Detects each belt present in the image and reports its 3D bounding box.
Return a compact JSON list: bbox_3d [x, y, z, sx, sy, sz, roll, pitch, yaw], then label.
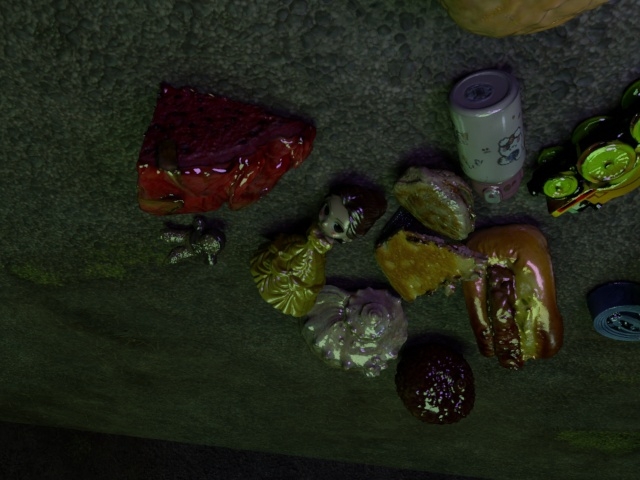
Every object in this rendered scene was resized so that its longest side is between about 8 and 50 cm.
[{"bbox_3d":[0.737,0.173,1.287,0.190,0.082,0.141,22,138,-17],"label":"belt"}]

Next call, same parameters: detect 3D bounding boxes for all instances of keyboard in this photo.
[{"bbox_3d":[0.185,-0.053,1.137,0.053,0.010,0.155,16,142,-13],"label":"keyboard"}]

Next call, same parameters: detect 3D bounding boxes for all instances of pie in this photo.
[{"bbox_3d":[0.216,-0.073,1.015,0.163,0.079,0.193,18,160,26],"label":"pie"}]

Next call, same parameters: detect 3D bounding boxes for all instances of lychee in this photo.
[{"bbox_3d":[0.329,0.418,1.562,0.235,0.236,0.271,18,166,-15],"label":"lychee"}]

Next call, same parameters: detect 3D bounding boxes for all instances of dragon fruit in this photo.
[{"bbox_3d":[-0.168,-0.167,0.935,0.329,0.302,0.241,-11,110,-2],"label":"dragon fruit"}]

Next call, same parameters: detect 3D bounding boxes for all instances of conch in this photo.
[{"bbox_3d":[0.057,0.245,1.405,0.296,0.210,0.352,27,139,-2],"label":"conch"}]

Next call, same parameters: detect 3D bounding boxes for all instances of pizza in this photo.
[{"bbox_3d":[0.226,0.043,1.128,0.189,0.071,0.297,50,154,-6],"label":"pizza"}]

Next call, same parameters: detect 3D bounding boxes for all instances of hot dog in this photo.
[{"bbox_3d":[0.429,0.155,1.200,0.185,0.223,0.405,-10,140,17],"label":"hot dog"}]

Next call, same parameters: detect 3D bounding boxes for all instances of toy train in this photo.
[{"bbox_3d":[0.495,-0.141,0.892,0.160,0.101,0.296,27,139,-20],"label":"toy train"}]

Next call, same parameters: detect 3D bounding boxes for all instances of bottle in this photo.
[{"bbox_3d":[0.285,-0.160,0.898,0.109,0.110,0.233,-8,140,19],"label":"bottle"}]

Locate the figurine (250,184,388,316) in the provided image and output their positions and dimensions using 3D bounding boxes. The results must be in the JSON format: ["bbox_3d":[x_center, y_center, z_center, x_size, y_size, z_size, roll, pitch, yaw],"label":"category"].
[{"bbox_3d":[-0.003,0.000,1.121,0.167,0.188,0.315,17,137,-28],"label":"figurine"}]

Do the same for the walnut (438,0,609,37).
[{"bbox_3d":[0.228,-0.339,0.576,0.256,0.225,0.257,11,143,8],"label":"walnut"}]

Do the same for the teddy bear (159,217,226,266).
[{"bbox_3d":[-0.283,0.004,1.239,0.160,0.078,0.120,-4,108,25],"label":"teddy bear"}]
